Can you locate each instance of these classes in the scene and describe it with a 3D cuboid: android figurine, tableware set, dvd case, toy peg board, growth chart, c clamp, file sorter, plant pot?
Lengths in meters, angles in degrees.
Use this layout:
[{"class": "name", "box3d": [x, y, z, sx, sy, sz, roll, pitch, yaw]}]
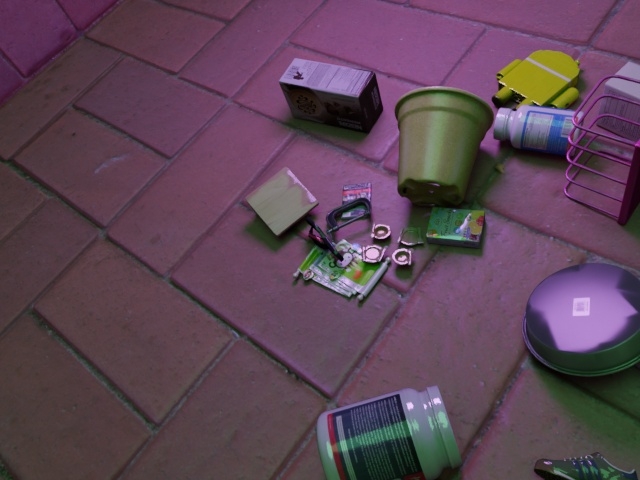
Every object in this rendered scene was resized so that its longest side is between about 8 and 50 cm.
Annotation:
[{"class": "android figurine", "box3d": [0.660, -0.478, 1.690, 0.273, 0.056, 0.248, -40, 55, -10]}, {"class": "tableware set", "box3d": [0.195, 0.010, 1.527, 0.168, 0.020, 0.141, 7, 52, 18]}, {"class": "dvd case", "box3d": [0.107, -0.117, 1.654, 0.087, 0.013, 0.120, -5, 56, 14]}, {"class": "toy peg board", "box3d": [-0.112, -0.106, 1.689, 0.161, 0.079, 0.161, -39, 71, -9]}, {"class": "growth chart", "box3d": [0.062, 0.071, 1.543, 0.237, 0.021, 0.172, 19, 65, 26]}, {"class": "c clamp", "box3d": [0.081, -0.063, 1.595, 0.160, 0.022, 0.137, -29, 37, -4]}, {"class": "file sorter", "box3d": [0.723, -0.226, 1.368, 0.182, 0.291, 0.202, 31, 71, 34]}, {"class": "plant pot", "box3d": [0.320, -0.237, 1.535, 0.275, 0.276, 0.254, 6, 71, 20]}]

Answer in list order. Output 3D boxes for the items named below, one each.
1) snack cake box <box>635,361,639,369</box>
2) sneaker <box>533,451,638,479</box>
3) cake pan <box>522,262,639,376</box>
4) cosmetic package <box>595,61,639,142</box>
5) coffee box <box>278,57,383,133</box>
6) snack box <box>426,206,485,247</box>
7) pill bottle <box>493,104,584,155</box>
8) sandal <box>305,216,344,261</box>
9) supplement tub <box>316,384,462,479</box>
[{"class": "snack cake box", "box3d": [0.794, 0.189, 1.198, 0.264, 0.089, 0.152, -38, 56, -9]}, {"class": "sneaker", "box3d": [0.536, 0.464, 1.121, 0.192, 0.064, 0.086, 16, 56, 25]}, {"class": "cake pan", "box3d": [0.588, 0.161, 1.236, 0.293, 0.054, 0.293, -24, 35, 18]}, {"class": "cosmetic package", "box3d": [0.899, -0.321, 1.454, 0.113, 0.160, 0.309, -41, 57, -12]}, {"class": "coffee box", "box3d": [0.037, -0.469, 1.809, 0.297, 0.168, 0.119, 19, 65, 26]}, {"class": "snack box", "box3d": [0.365, -0.036, 1.506, 0.141, 0.037, 0.100, 6, 59, 21]}, {"class": "pill bottle", "box3d": [0.605, -0.311, 1.558, 0.221, 0.124, 0.124, 15, 64, 25]}, {"class": "sandal", "box3d": [0.000, 0.000, 1.557, 0.040, 0.067, 0.179, -39, 57, 2]}, {"class": "supplement tub", "box3d": [0.142, 0.426, 1.183, 0.272, 0.191, 0.191, -18, 55, 6]}]
